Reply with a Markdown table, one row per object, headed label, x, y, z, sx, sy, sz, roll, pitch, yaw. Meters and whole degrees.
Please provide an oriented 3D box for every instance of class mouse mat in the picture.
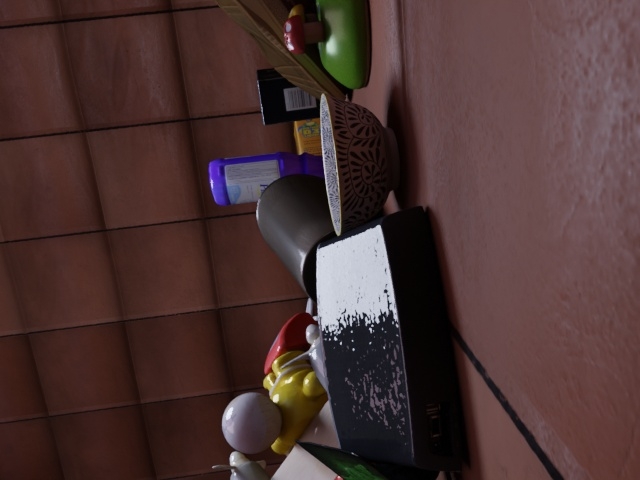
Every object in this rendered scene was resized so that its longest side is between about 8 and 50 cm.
| label | x | y | z | sx | sy | sz | roll | pitch | yaw |
| --- | --- | --- | --- | --- | --- | --- | --- | --- | --- |
| mouse mat | 0.057 | 0.269 | 0.689 | 0.007 | 0.153 | 0.190 | -54 | 10 | -24 |

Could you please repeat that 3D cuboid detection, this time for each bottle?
| label | x | y | z | sx | sy | sz | roll | pitch | yaw |
| --- | --- | --- | --- | --- | --- | --- | --- | --- | --- |
| bottle | -0.099 | -0.141 | 1.385 | 0.118 | 0.283 | 0.092 | 95 | 167 | -71 |

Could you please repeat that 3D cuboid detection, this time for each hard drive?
| label | x | y | z | sx | sy | sz | roll | pitch | yaw |
| --- | --- | --- | --- | --- | --- | --- | --- | --- | --- |
| hard drive | 0.060 | 0.105 | 0.652 | 0.172 | 0.054 | 0.254 | -23 | 71 | 57 |

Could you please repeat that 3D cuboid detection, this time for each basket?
| label | x | y | z | sx | sy | sz | roll | pitch | yaw |
| --- | --- | --- | --- | --- | --- | --- | --- | --- | --- |
| basket | 0.011 | 0.007 | 0.942 | 0.154 | 0.204 | 0.227 | -53 | 20 | 7 |

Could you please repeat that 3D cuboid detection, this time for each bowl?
| label | x | y | z | sx | sy | sz | roll | pitch | yaw |
| --- | --- | --- | --- | --- | --- | --- | --- | --- | --- |
| bowl | 0.049 | -0.094 | 0.752 | 0.170 | 0.080 | 0.170 | 172 | 90 | -86 |

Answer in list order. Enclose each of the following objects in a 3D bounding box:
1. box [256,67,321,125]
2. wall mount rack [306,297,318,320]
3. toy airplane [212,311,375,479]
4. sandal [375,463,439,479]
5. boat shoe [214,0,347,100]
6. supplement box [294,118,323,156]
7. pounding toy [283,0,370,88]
| label | x | y | z | sx | sy | sz | roll | pitch | yaw |
| --- | --- | --- | --- | --- | --- | --- | --- | --- | --- |
| box | -0.047 | -0.303 | 1.281 | 0.158 | 0.156 | 0.093 | -105 | 7 | -66 |
| wall mount rack | 0.004 | 0.347 | 1.753 | 0.304 | 0.131 | 0.350 | 103 | 174 | -71 |
| toy airplane | -0.014 | 0.303 | 0.929 | 0.384 | 0.272 | 0.386 | -4 | 74 | 64 |
| sandal | 0.074 | 0.161 | 0.738 | 0.054 | 0.097 | 0.254 | 39 | -155 | -52 |
| boat shoe | -0.048 | -0.353 | 0.996 | 0.342 | 0.123 | 0.123 | 40 | 175 | -37 |
| supplement box | -0.021 | -0.239 | 1.622 | 0.233 | 0.078 | 0.080 | -102 | 6 | -46 |
| pounding toy | -0.003 | -0.328 | 0.885 | 0.183 | 0.110 | 0.236 | 130 | 132 | -85 |
